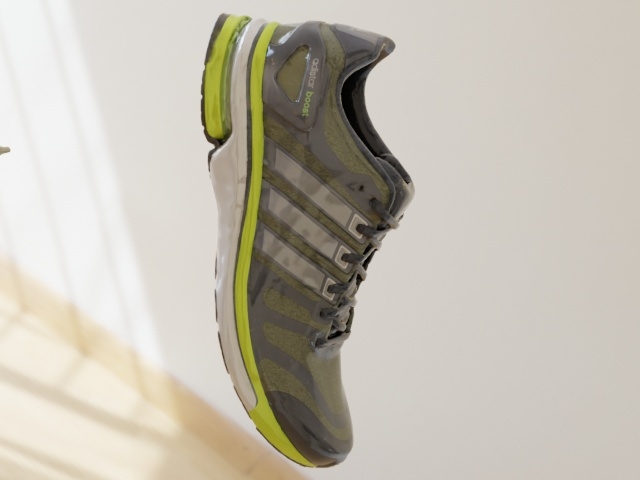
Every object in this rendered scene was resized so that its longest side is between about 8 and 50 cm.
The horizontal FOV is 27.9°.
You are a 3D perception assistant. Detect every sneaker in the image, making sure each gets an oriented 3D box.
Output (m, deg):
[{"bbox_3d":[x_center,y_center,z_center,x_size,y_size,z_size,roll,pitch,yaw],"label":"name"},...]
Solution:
[{"bbox_3d":[0.000,0.000,0.821,0.111,0.121,0.300,-31,116,-72],"label":"sneaker"}]

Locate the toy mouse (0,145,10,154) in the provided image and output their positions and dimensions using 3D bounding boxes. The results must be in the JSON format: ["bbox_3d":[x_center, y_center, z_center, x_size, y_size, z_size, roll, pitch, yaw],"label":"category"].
[{"bbox_3d":[-0.168,-0.027,0.427,0.143,0.031,0.161,10,4,14],"label":"toy mouse"}]
